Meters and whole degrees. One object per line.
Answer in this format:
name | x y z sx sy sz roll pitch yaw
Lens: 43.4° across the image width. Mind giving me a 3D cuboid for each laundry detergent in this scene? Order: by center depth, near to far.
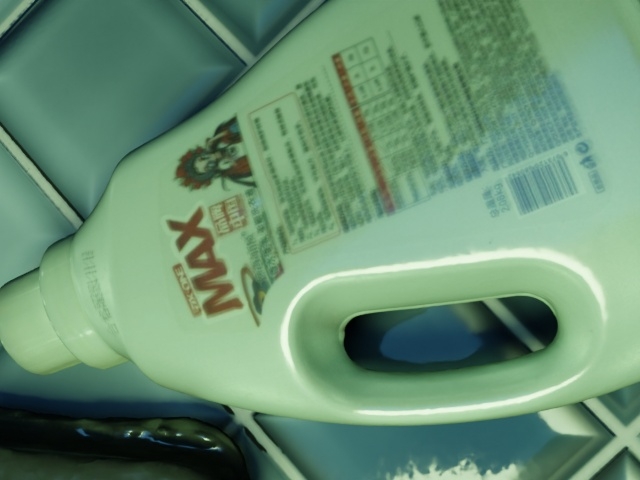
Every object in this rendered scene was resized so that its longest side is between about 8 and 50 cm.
laundry detergent | 0.000 0.000 0.464 0.398 0.125 0.263 -22 80 11

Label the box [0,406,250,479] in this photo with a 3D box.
box | -0.210 0.286 0.496 0.350 0.091 0.359 1 86 13
